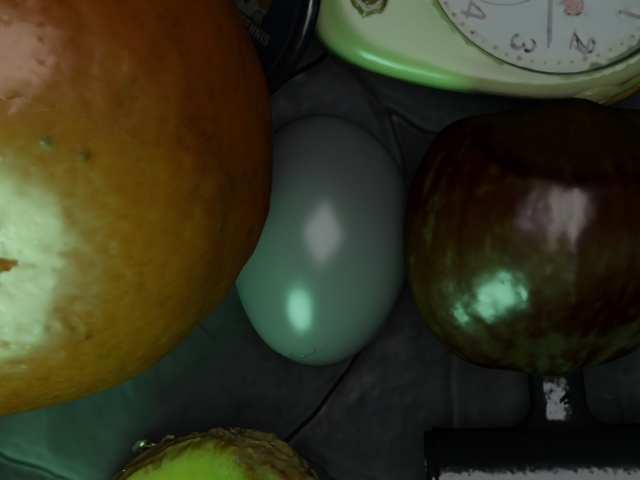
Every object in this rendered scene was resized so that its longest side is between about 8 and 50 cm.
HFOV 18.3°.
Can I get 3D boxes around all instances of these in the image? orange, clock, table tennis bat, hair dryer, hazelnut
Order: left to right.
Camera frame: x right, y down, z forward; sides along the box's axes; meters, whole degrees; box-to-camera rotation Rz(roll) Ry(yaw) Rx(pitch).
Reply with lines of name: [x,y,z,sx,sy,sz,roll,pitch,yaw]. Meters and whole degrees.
orange: [-0.243,-0.078,1.440,0.424,0.326,0.424,-3,127,-5]
table tennis bat: [-0.069,-0.148,1.578,0.027,0.150,0.236,10,112,-42]
hair dryer: [0.179,0.112,1.612,0.197,0.089,0.251,-2,82,0]
clock: [0.178,-0.240,1.580,0.348,0.117,0.286,16,90,-4]
hazelnut: [0.179,-0.001,1.495,0.234,0.218,0.218,-3,91,-7]

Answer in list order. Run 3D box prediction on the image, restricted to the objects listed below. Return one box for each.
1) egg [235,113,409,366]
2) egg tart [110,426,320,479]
egg: [0.000,0.000,1.558,0.146,0.146,0.198,6,87,-3]
egg tart: [-0.076,0.296,1.530,0.120,0.315,0.315,22,90,-47]
